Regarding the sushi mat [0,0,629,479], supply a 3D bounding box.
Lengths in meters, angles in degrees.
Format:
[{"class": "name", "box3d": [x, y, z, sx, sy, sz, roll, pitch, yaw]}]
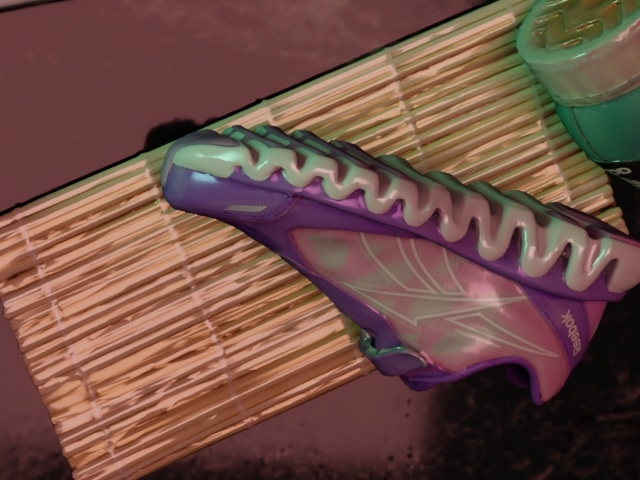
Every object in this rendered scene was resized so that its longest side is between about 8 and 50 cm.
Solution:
[{"class": "sushi mat", "box3d": [0.000, 0.000, 0.659, 0.316, 0.019, 0.151, -24, 101, -8]}]

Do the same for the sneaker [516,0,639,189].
[{"class": "sneaker", "box3d": [0.240, -0.144, 0.648, 0.302, 0.108, 0.121, -39, 120, 1]}]

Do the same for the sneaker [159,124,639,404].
[{"class": "sneaker", "box3d": [0.035, 0.015, 0.615, 0.236, 0.095, 0.104, 16, 102, -15]}]

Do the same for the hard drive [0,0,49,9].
[{"class": "hard drive", "box3d": [-0.292, -0.190, 0.556, 0.353, 0.047, 0.233, -12, 100, -11]}]
